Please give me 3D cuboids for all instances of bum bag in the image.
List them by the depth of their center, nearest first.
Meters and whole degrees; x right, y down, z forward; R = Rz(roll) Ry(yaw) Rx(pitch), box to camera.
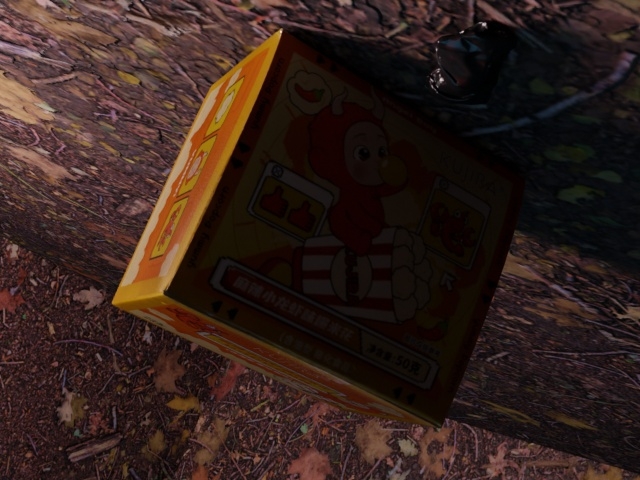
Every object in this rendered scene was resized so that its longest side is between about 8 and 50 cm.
[{"bbox_3d":[0.110,-0.129,0.677,0.057,0.034,0.124,7,164,4],"label":"bum bag"}]

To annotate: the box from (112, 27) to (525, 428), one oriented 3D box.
[{"bbox_3d":[0.000,0.000,0.852,0.283,0.260,0.214,27,162,-19],"label":"box"}]
